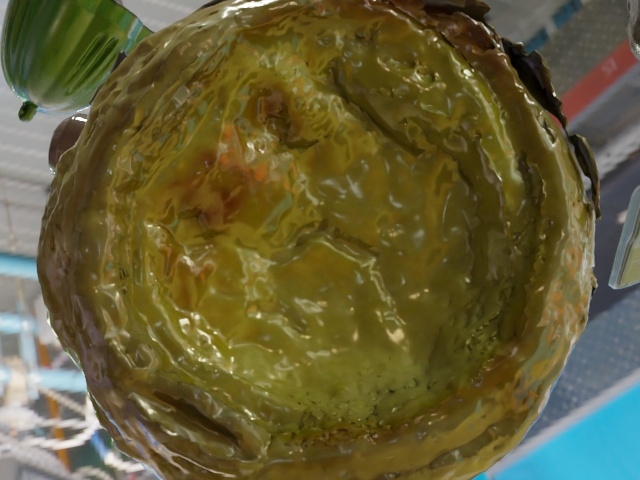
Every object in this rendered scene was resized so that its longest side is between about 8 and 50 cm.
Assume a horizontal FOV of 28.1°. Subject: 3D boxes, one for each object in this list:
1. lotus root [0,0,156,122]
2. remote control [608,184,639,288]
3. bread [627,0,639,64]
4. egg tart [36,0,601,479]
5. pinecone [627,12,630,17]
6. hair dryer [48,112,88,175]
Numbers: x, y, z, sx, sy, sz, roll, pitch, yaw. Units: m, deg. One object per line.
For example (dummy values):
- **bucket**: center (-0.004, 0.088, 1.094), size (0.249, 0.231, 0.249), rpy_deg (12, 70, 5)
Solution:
- **lotus root**: center (-0.310, -0.212, 1.503), size (0.186, 0.186, 0.186), rpy_deg (-12, -30, -7)
- **remote control**: center (0.388, -0.009, 1.522), size (0.061, 0.029, 0.162), rpy_deg (-17, -47, -24)
- **bread**: center (0.293, -0.137, 0.737), size (0.230, 0.230, 0.123), rpy_deg (-27, -11, 18)
- **egg tart**: center (0.000, 0.000, 0.631), size (0.279, 0.278, 0.095), rpy_deg (-13, -12, -6)
- **pinecone**: center (0.350, -0.196, 1.024), size (0.179, 0.205, 0.184), rpy_deg (-62, -11, -4)
- **hair dryer**: center (-0.140, -0.102, 1.073), size (0.117, 0.181, 0.064), rpy_deg (14, -46, 12)
